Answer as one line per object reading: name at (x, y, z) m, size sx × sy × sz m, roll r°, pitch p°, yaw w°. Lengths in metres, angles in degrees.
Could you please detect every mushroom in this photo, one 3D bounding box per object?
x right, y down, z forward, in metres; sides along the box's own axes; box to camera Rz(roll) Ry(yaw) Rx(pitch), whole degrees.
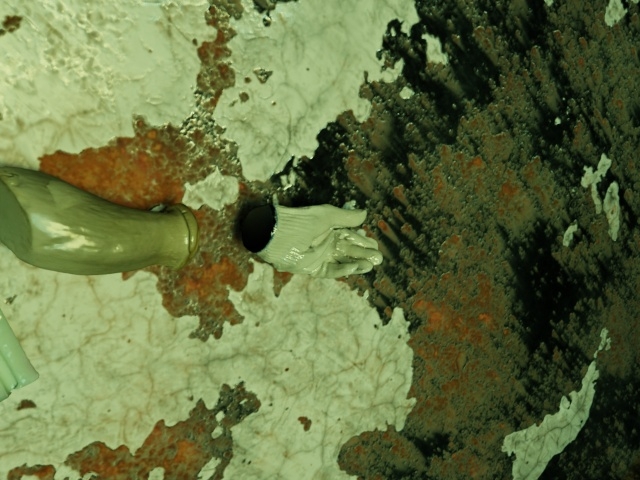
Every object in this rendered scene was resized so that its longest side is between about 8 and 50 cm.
mushroom at (-0.264, -0.010, 0.818) m, size 0.247 × 0.108 × 0.096 m, roll 12°, pitch 139°, yaw -34°

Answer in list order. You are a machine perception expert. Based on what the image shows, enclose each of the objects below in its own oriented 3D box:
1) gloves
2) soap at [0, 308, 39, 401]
gloves at (-0.005, -0.003, 0.997) m, size 0.229 × 0.097 × 0.119 m, roll 15°, pitch 102°, yaw -32°
soap at (-0.430, 0.070, 0.737) m, size 0.150 × 0.094 × 0.261 m, roll -32°, pitch 120°, yaw -28°
